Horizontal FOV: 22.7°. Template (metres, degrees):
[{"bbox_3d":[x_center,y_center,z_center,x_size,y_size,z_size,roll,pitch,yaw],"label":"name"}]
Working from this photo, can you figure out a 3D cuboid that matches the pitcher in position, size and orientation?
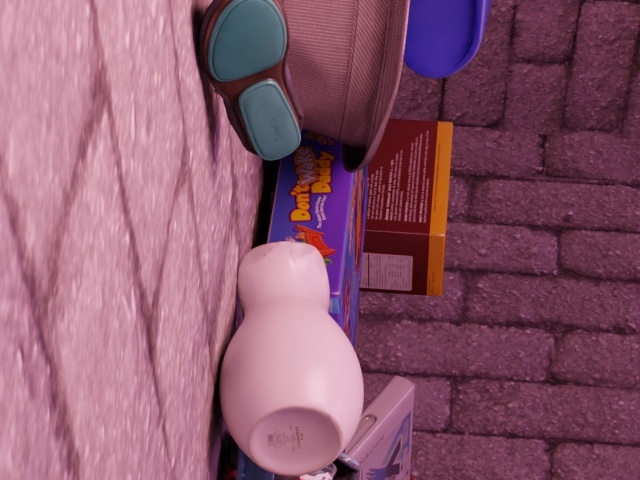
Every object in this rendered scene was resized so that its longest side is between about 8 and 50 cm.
[{"bbox_3d":[-0.025,0.129,1.433,0.207,0.125,0.177,-97,179,-54],"label":"pitcher"}]

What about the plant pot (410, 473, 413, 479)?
[{"bbox_3d":[0.052,0.377,2.340,0.191,0.191,0.174,-74,160,-71],"label":"plant pot"}]

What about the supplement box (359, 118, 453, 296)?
[{"bbox_3d":[0.066,-0.047,2.043,0.129,0.194,0.191,88,7,-52],"label":"supplement box"}]

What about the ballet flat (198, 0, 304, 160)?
[{"bbox_3d":[-0.057,-0.140,1.202,0.203,0.074,0.074,76,17,-58],"label":"ballet flat"}]

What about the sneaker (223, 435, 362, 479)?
[{"bbox_3d":[-0.022,0.235,1.552,0.262,0.125,0.104,5,93,-85],"label":"sneaker"}]

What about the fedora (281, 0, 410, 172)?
[{"bbox_3d":[0.005,-0.191,1.536,0.275,0.124,0.243,139,-43,-84],"label":"fedora"}]

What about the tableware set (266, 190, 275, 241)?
[{"bbox_3d":[-0.050,0.027,1.722,0.168,0.020,0.141,63,30,-81],"label":"tableware set"}]

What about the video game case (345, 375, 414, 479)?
[{"bbox_3d":[0.027,0.379,2.060,0.300,0.036,0.329,-44,148,-38],"label":"video game case"}]

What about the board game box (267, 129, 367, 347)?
[{"bbox_3d":[0.000,0.000,1.707,0.233,0.078,0.347,87,7,-47],"label":"board game box"}]

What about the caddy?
[{"bbox_3d":[0.085,-0.336,1.756,0.341,0.241,0.179,88,11,-58],"label":"caddy"}]
